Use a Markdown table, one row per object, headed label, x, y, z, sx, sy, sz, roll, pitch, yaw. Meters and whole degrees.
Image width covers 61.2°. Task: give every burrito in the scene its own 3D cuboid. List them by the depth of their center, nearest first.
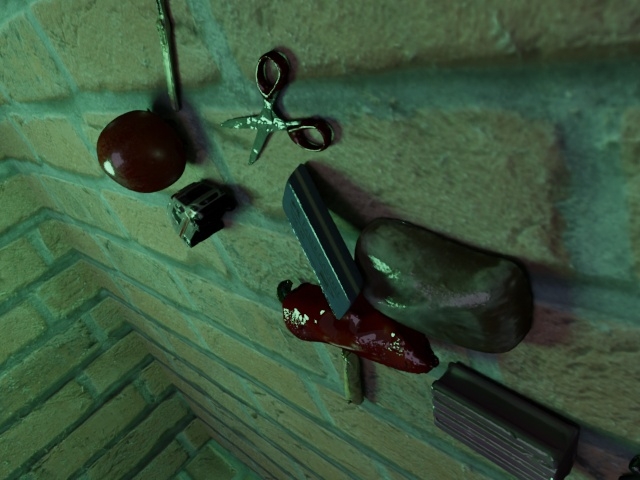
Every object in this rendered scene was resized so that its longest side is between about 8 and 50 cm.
| label | x | y | z | sx | sy | sz | roll | pitch | yaw |
| --- | --- | --- | --- | --- | --- | --- | --- | --- | --- |
| burrito | 0.067 | 0.287 | 1.124 | 0.185 | 0.041 | 0.045 | 83 | 179 | -47 |

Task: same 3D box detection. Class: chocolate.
| label | x | y | z | sx | sy | sz | roll | pitch | yaw |
| --- | --- | --- | --- | --- | --- | --- | --- | --- | --- |
| chocolate | 0.140 | 0.071 | 0.708 | 0.254 | 0.080 | 0.157 | 22 | 142 | 40 |

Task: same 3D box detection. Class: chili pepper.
| label | x | y | z | sx | sy | sz | roll | pitch | yaw |
| --- | --- | --- | --- | --- | --- | --- | --- | --- | --- |
| chili pepper | 0.037 | 0.136 | 0.907 | 0.387 | 0.110 | 0.110 | 10 | 134 | 45 |

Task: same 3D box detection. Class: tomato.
| label | x | y | z | sx | sy | sz | roll | pitch | yaw |
| --- | --- | --- | --- | --- | --- | --- | --- | --- | --- |
| tomato | -0.337 | -0.165 | 1.017 | 0.167 | 0.167 | 0.167 | 34 | 149 | 25 |

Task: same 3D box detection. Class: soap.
| label | x | y | z | sx | sy | sz | roll | pitch | yaw |
| --- | --- | --- | --- | --- | --- | --- | --- | --- | --- |
| soap | 0.265 | 0.276 | 0.801 | 0.203 | 0.065 | 0.122 | 25 | 144 | 37 |

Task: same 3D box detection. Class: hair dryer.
| label | x | y | z | sx | sy | sz | roll | pitch | yaw |
| --- | --- | --- | --- | --- | --- | --- | --- | --- | --- |
| hair dryer | 0.403 | 0.300 | 0.688 | 0.047 | 0.026 | 0.083 | 42 | 159 | 17 |

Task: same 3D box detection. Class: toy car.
| label | x | y | z | sx | sy | sz | roll | pitch | yaw |
| --- | --- | --- | --- | --- | --- | --- | --- | --- | --- |
| toy car | -0.247 | -0.064 | 1.080 | 0.108 | 0.089 | 0.210 | 55 | 155 | 0 |

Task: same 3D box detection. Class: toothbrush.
| label | x | y | z | sx | sy | sz | roll | pitch | yaw |
| --- | --- | --- | --- | --- | --- | --- | --- | --- | --- |
| toothbrush | -0.243 | -0.307 | 0.841 | 0.026 | 0.028 | 0.294 | 40 | 156 | 17 |

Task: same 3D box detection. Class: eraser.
| label | x | y | z | sx | sy | sz | roll | pitch | yaw |
| --- | --- | --- | --- | --- | --- | --- | --- | --- | --- |
| eraser | 0.000 | 0.000 | 0.782 | 0.225 | 0.036 | 0.082 | 63 | 159 | 17 |

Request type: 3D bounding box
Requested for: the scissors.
| label | x | y | z | sx | sy | sz | roll | pitch | yaw |
| --- | --- | --- | --- | --- | --- | --- | --- | --- | --- |
| scissors | -0.081 | -0.170 | 0.790 | 0.144 | 0.017 | 0.248 | 56 | 152 | -13 |
